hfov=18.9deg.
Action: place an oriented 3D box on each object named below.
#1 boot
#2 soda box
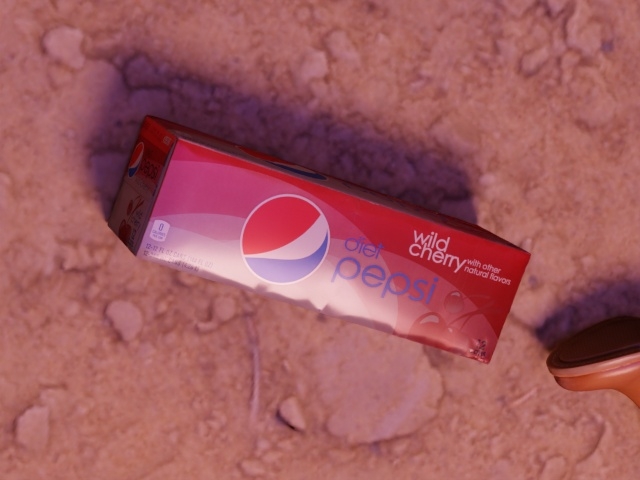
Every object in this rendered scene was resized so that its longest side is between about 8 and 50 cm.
[{"bbox_3d":[0.260,0.132,1.407,0.197,0.073,0.152,-9,107,-16],"label":"boot"},{"bbox_3d":[0.000,0.000,1.272,0.263,0.092,0.083,17,97,-22],"label":"soda box"}]
